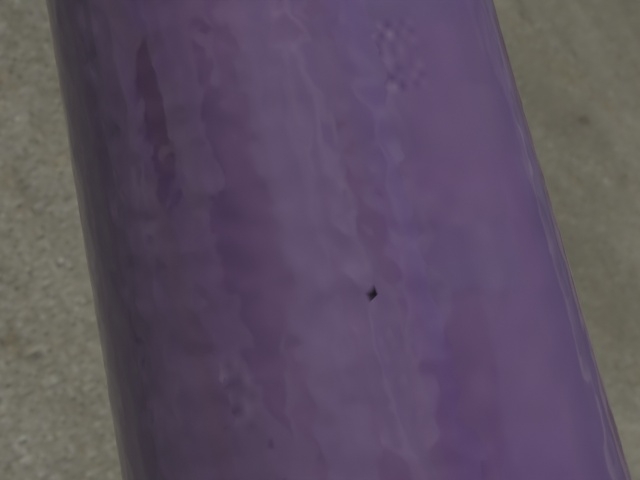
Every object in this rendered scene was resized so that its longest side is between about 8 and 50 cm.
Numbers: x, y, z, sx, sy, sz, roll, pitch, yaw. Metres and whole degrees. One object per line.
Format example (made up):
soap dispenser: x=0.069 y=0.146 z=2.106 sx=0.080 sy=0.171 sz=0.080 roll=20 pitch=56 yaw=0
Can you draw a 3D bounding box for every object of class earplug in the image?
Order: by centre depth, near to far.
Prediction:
earplug: x=0.000 y=0.000 z=0.617 sx=0.215 sy=0.215 sz=0.456 roll=-8 pitch=85 yaw=-71
